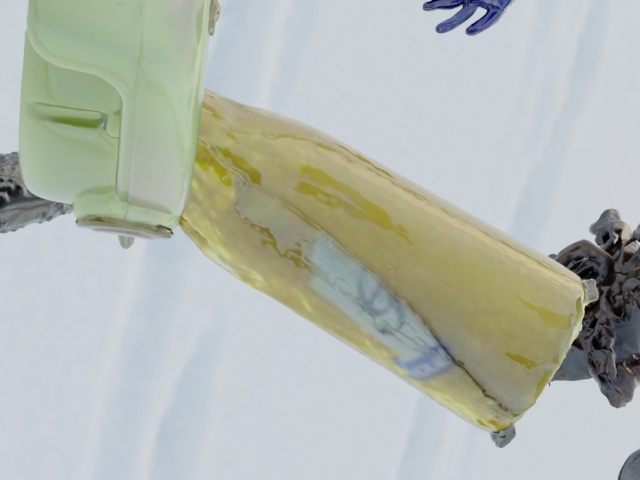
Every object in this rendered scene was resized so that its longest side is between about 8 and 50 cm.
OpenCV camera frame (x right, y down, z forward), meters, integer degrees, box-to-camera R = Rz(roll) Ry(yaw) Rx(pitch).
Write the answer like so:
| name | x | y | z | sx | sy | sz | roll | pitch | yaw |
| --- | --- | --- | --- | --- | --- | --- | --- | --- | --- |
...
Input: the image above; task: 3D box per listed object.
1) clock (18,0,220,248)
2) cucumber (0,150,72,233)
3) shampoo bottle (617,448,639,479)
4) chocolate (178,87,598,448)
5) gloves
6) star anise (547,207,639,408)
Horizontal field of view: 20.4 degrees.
| name | x | y | z | sx | sy | sz | roll | pitch | yaw |
| --- | --- | --- | --- | --- | --- | --- | --- | --- | --- |
| clock | -0.131 | -0.147 | 1.181 | 0.348 | 0.117 | 0.286 | 105 | -10 | -55 |
| cucumber | -0.278 | -0.039 | 1.487 | 0.300 | 0.072 | 0.072 | -19 | 116 | -50 |
| shampoo bottle | 0.263 | 0.278 | 1.407 | 0.087 | 0.049 | 0.233 | -47 | 138 | -52 |
| chocolate | 0.000 | 0.000 | 1.451 | 0.162 | 0.445 | 0.162 | -57 | -170 | 17 |
| gloves | 0.137 | -0.221 | 1.636 | 0.026 | 0.086 | 0.064 | 102 | -16 | -88 |
| star anise | 0.278 | 0.048 | 1.664 | 0.126 | 0.190 | 0.220 | 57 | 40 | -33 |
